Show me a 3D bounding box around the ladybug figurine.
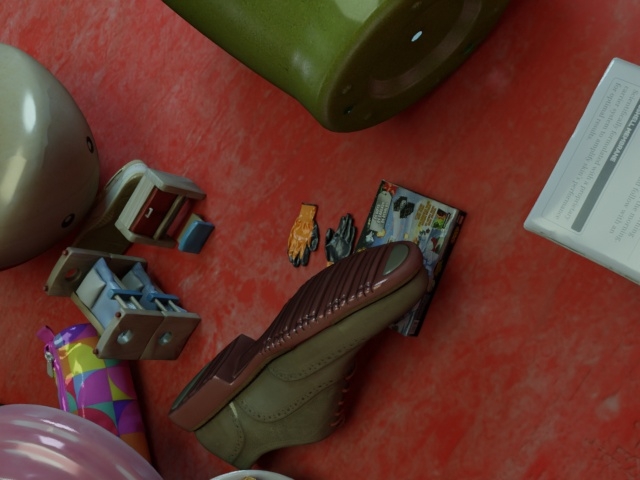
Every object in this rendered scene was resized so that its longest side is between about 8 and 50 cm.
[{"bbox_3d":[-0.432,-0.096,1.154,0.449,0.162,0.305,13,86,45],"label":"ladybug figurine"}]

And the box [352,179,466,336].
[{"bbox_3d":[0.080,0.017,0.902,0.094,0.027,0.137,26,98,33],"label":"box"}]

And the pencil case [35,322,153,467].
[{"bbox_3d":[-0.269,0.213,1.067,0.104,0.104,0.236,-31,68,26],"label":"pencil case"}]

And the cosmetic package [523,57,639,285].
[{"bbox_3d":[0.308,-0.006,0.634,0.225,0.224,0.138,33,102,32],"label":"cosmetic package"}]

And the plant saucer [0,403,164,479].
[{"bbox_3d":[-0.301,0.342,0.982,0.332,0.084,0.332,7,116,15],"label":"plant saucer"}]

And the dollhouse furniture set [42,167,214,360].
[{"bbox_3d":[-0.204,0.027,1.030,0.129,0.129,0.183,41,106,31],"label":"dollhouse furniture set"}]

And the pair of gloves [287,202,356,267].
[{"bbox_3d":[0.000,0.000,0.969,0.083,0.010,0.074,17,93,33],"label":"pair of gloves"}]

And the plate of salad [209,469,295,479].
[{"bbox_3d":[-0.069,0.335,0.901,0.200,0.048,0.200,0,89,2],"label":"plate of salad"}]

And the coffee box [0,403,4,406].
[{"bbox_3d":[-0.406,0.291,1.182,0.184,0.040,0.113,9,89,35],"label":"coffee box"}]

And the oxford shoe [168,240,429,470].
[{"bbox_3d":[-0.004,0.124,0.898,0.130,0.123,0.348,46,125,-8],"label":"oxford shoe"}]

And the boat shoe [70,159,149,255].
[{"bbox_3d":[-0.264,-0.032,1.126,0.170,0.063,0.059,-46,38,21],"label":"boat shoe"}]

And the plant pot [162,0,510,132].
[{"bbox_3d":[-0.009,-0.303,0.844,0.366,0.366,0.353,-44,74,21],"label":"plant pot"}]
